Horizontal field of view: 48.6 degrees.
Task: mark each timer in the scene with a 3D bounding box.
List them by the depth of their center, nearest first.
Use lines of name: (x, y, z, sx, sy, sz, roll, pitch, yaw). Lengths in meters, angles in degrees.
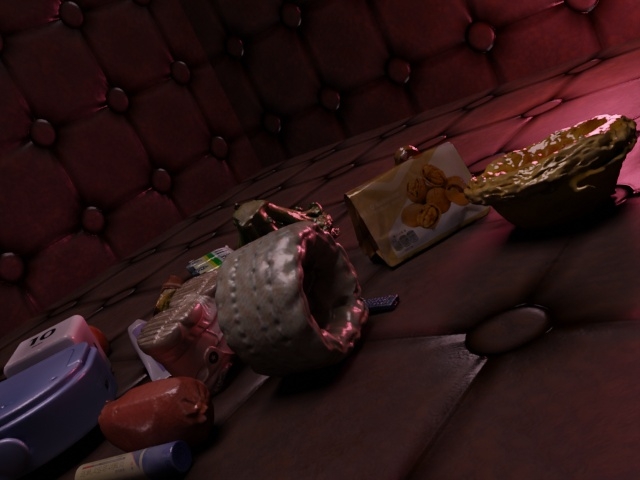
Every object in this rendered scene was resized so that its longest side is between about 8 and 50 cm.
timer: (-0.647, 0.411, 1.580, 0.394, 0.173, 0.395, -24, 13, 6)
timer: (-0.681, 0.338, 1.859, 0.192, 0.194, 0.195, -28, 15, -5)

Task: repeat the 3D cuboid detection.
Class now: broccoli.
broccoli: (-0.125, 0.017, 1.861, 0.303, 0.283, 0.321, 0, 46, 39)

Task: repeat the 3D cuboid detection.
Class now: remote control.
remote control: (0.098, 0.143, 1.527, 0.152, 0.027, 0.043, -14, 12, 35)

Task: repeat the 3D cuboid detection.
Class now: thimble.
thimble: (-0.052, 0.121, 1.389, 0.195, 0.292, 0.291, -20, 15, 27)

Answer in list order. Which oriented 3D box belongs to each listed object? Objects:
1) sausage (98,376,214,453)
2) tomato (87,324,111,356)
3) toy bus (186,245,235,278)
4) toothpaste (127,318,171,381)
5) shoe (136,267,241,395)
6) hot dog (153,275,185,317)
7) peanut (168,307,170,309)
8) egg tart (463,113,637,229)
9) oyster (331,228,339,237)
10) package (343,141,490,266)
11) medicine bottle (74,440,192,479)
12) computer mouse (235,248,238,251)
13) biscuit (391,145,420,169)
sausage: (-0.303, 0.334, 1.338, 0.254, 0.148, 0.148, -21, 14, 35)
tomato: (-0.761, 0.327, 2.143, 0.213, 0.155, 0.181, -24, 18, 5)
toy bus: (-0.294, 0.106, 2.128, 0.164, 0.134, 0.276, -30, 15, -13)
toothpaste: (-0.433, 0.285, 1.868, 0.125, 0.080, 0.371, -27, 19, -22)
shoe: (-0.246, 0.195, 1.588, 0.171, 0.198, 0.351, -12, 22, 39)
hot dog: (-0.452, 0.183, 2.189, 0.093, 0.123, 0.261, 9, 21, -6)
peanut: (-0.336, 0.208, 1.871, 0.120, 0.136, 0.298, -68, 16, -1)
egg tart: (0.502, -0.138, 1.533, 0.387, 0.169, 0.388, -25, 10, 5)
oyster: (0.000, 0.000, 2.218, 0.098, 0.037, 0.100, -14, -18, -40)
package: (0.233, -0.079, 1.805, 0.311, 0.221, 0.165, -29, -6, -14)
medicine bottle: (-0.338, 0.410, 1.272, 0.230, 0.059, 0.059, -20, 15, 24)
computer mouse: (-0.267, 0.047, 2.449, 0.172, 0.057, 0.099, -24, 16, 22)
biscuit: (0.207, -0.112, 1.900, 0.302, 0.196, 0.049, -54, 41, 28)
